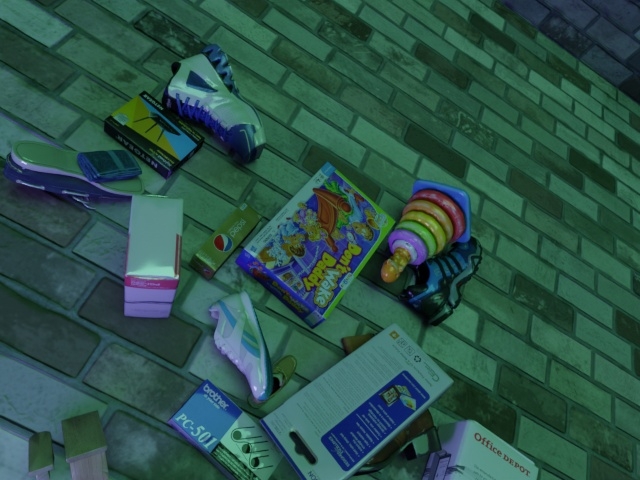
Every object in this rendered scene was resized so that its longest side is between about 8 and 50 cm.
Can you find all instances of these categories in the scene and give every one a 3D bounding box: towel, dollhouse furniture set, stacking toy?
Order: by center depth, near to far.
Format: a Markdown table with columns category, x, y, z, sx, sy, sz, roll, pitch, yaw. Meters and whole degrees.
| category | x | y | z | sx | sy | sz | roll | pitch | yaw |
| --- | --- | --- | --- | --- | --- | --- | --- | --- | --- |
| dollhouse furniture set | -0.419 | 0.390 | 0.786 | 0.144 | 0.123 | 0.151 | -9 | 104 | -29 |
| towel | -0.423 | -0.154 | 0.985 | 0.067 | 0.029 | 0.119 | 55 | 30 | 6 |
| stacking toy | 0.235 | 0.000 | 1.209 | 0.165 | 0.175 | 0.302 | 20 | 51 | 36 |

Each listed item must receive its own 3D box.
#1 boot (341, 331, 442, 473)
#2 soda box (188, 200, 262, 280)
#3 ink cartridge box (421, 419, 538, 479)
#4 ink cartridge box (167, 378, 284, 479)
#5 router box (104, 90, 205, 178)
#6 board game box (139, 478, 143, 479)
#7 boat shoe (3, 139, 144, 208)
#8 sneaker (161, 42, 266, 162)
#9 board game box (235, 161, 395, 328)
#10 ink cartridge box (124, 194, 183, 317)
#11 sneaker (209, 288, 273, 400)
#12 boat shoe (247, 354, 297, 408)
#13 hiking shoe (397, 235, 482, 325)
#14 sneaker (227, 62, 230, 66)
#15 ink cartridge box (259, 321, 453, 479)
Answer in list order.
| category | x | y | z | sx | sy | sz | roll | pitch | yaw |
| --- | --- | --- | --- | --- | --- | --- | --- | --- | --- |
| boot | 0.102 | 0.332 | 1.036 | 0.263 | 0.096 | 0.281 | -10 | 63 | -17 |
| soda box | -0.206 | -0.001 | 1.071 | 0.058 | 0.061 | 0.181 | 40 | 54 | -3 |
| ink cartridge box | 0.315 | 0.548 | 1.011 | 0.198 | 0.115 | 0.273 | 36 | 55 | -6 |
| ink cartridge box | -0.172 | 0.366 | 0.908 | 0.207 | 0.046 | 0.097 | 43 | 53 | 0 |
| router box | -0.378 | -0.243 | 1.120 | 0.178 | 0.046 | 0.133 | 37 | 55 | -5 |
| board game box | -0.320 | 0.513 | 0.659 | 0.317 | 0.213 | 0.046 | -40 | 127 | -31 |
| boat shoe | -0.486 | -0.123 | 0.979 | 0.254 | 0.079 | 0.095 | 8 | 48 | -47 |
| sneaker | -0.273 | -0.314 | 1.175 | 0.182 | 0.127 | 0.316 | -25 | 79 | -23 |
| board game box | 0.000 | 0.000 | 1.162 | 0.233 | 0.078 | 0.347 | 41 | 54 | -2 |
| ink cartridge box | -0.310 | 0.037 | 0.905 | 0.092 | 0.218 | 0.159 | 4 | 63 | -18 |
| sneaker | -0.154 | 0.211 | 0.964 | 0.092 | 0.087 | 0.229 | -19 | 56 | -9 |
| boat shoe | -0.089 | 0.284 | 0.991 | 0.050 | 0.045 | 0.135 | 43 | 55 | 0 |
| hiking shoe | 0.320 | 0.071 | 1.262 | 0.132 | 0.113 | 0.304 | 38 | 52 | 0 |
| sneaker | -0.295 | -0.455 | 1.282 | 0.109 | 0.040 | 0.044 | -7 | 32 | -20 |
| ink cartridge box | 0.078 | 0.324 | 0.964 | 0.370 | 0.069 | 0.176 | -27 | 59 | -32 |
